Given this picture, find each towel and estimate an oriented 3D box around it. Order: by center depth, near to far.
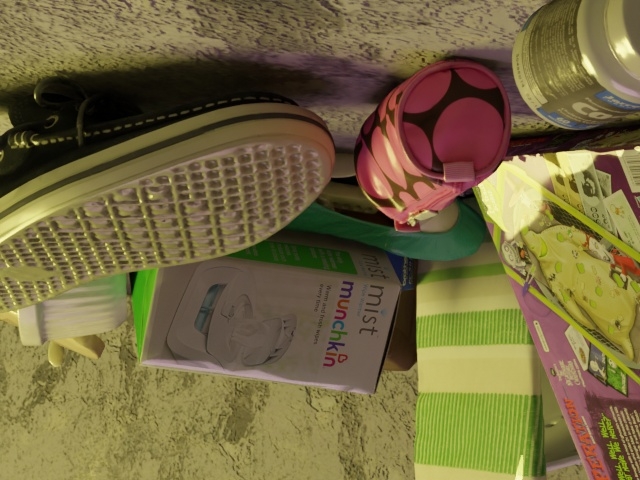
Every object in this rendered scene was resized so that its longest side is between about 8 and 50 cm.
[{"bbox_3d":[0.164,0.117,1.715,0.038,0.324,0.248,3,175,-24],"label":"towel"}]

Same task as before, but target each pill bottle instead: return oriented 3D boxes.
[{"bbox_3d":[0.163,-0.107,0.907,0.078,0.078,0.137,8,173,-14],"label":"pill bottle"}]

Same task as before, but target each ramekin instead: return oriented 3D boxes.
[{"bbox_3d":[-0.254,0.003,1.723,0.109,0.207,0.207,-1,174,-7],"label":"ramekin"}]

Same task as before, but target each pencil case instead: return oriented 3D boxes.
[{"bbox_3d":[0.081,-0.066,1.236,0.095,0.098,0.209,7,172,-4],"label":"pencil case"}]

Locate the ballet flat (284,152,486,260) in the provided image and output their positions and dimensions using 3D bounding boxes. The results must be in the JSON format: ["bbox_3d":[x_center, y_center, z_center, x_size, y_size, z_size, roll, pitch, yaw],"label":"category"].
[{"bbox_3d":[0.058,-0.037,1.586,0.247,0.083,0.087,9,145,-19],"label":"ballet flat"}]

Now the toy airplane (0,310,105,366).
[{"bbox_3d":[-0.516,0.045,2.262,0.384,0.272,0.386,-14,124,43],"label":"toy airplane"}]

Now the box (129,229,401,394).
[{"bbox_3d":[-0.063,0.033,1.650,0.231,0.126,0.262,8,-160,-11],"label":"box"}]

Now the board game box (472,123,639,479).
[{"bbox_3d":[0.257,0.073,1.377,0.208,0.346,0.056,-4,-156,49],"label":"board game box"}]

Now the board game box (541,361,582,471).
[{"bbox_3d":[0.363,0.173,1.913,0.390,0.050,0.390,-19,-169,24],"label":"board game box"}]

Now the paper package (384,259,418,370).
[{"bbox_3d":[-0.033,0.064,2.131,0.310,0.168,0.325,5,174,8],"label":"paper package"}]

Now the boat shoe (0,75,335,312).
[{"bbox_3d":[-0.195,-0.055,1.410,0.500,0.156,0.187,-16,155,42],"label":"boat shoe"}]

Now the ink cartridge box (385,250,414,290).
[{"bbox_3d":[0.000,0.000,1.837,0.207,0.097,0.046,3,-177,21],"label":"ink cartridge box"}]
